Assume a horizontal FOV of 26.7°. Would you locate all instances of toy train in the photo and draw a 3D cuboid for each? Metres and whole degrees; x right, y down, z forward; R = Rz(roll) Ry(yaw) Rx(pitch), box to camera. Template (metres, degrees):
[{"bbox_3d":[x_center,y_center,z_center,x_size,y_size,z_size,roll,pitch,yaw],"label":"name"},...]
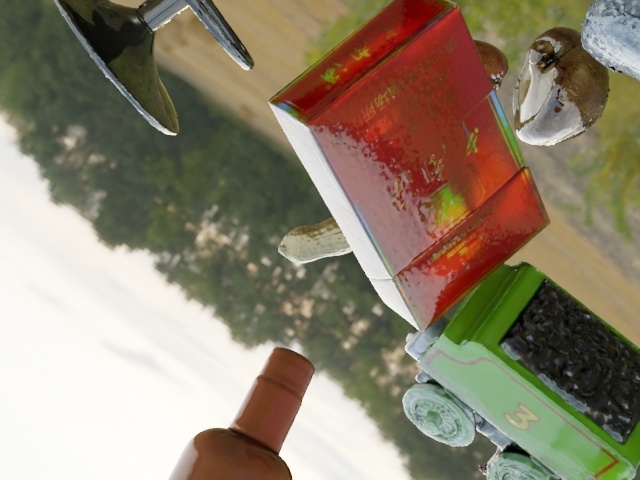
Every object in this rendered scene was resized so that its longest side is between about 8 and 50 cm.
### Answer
[{"bbox_3d":[0.244,0.175,1.569,0.307,0.173,0.249,38,149,5],"label":"toy train"}]

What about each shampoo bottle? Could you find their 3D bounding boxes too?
[{"bbox_3d":[-0.069,0.182,0.867,0.085,0.244,0.085,24,161,9],"label":"shampoo bottle"}]

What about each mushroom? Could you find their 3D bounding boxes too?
[{"bbox_3d":[0.403,-0.251,2.252,0.138,0.194,0.231,5,-142,-1],"label":"mushroom"}]

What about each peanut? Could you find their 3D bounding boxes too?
[{"bbox_3d":[0.000,0.000,1.682,0.113,0.054,0.054,-13,162,20],"label":"peanut"}]

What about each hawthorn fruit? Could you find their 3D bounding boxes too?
[{"bbox_3d":[0.199,-0.234,1.794,0.093,0.081,0.081,35,-178,20],"label":"hawthorn fruit"}]

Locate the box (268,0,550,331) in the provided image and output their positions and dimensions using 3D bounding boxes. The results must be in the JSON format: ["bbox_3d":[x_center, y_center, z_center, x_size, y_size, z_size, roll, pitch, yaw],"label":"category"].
[{"bbox_3d":[0.102,-0.078,1.404,0.089,0.197,0.313,36,162,49],"label":"box"}]

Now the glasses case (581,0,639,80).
[{"bbox_3d":[0.300,-0.097,0.840,0.282,0.067,0.109,17,-178,8],"label":"glasses case"}]

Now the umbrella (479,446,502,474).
[{"bbox_3d":[0.259,0.295,1.888,0.025,0.027,0.165,61,153,21],"label":"umbrella"}]

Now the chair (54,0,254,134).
[{"bbox_3d":[-0.055,-0.309,1.334,0.226,0.401,0.226,53,-174,-8],"label":"chair"}]
